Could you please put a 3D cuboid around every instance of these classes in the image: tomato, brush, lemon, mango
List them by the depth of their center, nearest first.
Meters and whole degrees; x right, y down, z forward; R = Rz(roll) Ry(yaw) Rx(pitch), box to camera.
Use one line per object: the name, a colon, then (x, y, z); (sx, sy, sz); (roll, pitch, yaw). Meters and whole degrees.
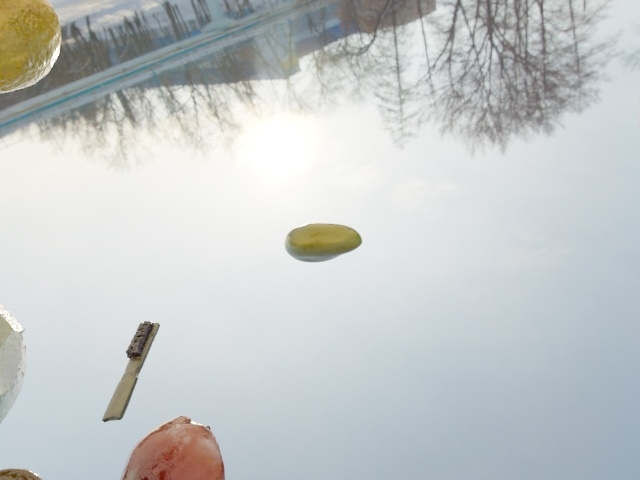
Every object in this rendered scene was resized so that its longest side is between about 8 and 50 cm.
lemon: (-0.415, -0.260, 0.610); (0.142, 0.142, 0.187); (2, -132, 30)
tomato: (-0.269, 0.419, 0.828); (0.199, 0.112, 0.227); (-27, -119, 21)
brush: (-0.388, 0.256, 0.992); (0.043, 0.036, 0.248); (-20, -148, 16)
mango: (-0.004, 0.000, 1.054); (0.191, 0.122, 0.085); (-20, -121, 53)

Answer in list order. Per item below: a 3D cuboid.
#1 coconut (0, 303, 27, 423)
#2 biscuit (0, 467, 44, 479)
coconut: (-0.385, 0.124, 0.489); (0.161, 0.161, 0.162); (-52, 180, -44)
biscuit: (-0.543, 0.641, 0.963); (0.283, 0.432, 0.064); (-36, 171, -36)
